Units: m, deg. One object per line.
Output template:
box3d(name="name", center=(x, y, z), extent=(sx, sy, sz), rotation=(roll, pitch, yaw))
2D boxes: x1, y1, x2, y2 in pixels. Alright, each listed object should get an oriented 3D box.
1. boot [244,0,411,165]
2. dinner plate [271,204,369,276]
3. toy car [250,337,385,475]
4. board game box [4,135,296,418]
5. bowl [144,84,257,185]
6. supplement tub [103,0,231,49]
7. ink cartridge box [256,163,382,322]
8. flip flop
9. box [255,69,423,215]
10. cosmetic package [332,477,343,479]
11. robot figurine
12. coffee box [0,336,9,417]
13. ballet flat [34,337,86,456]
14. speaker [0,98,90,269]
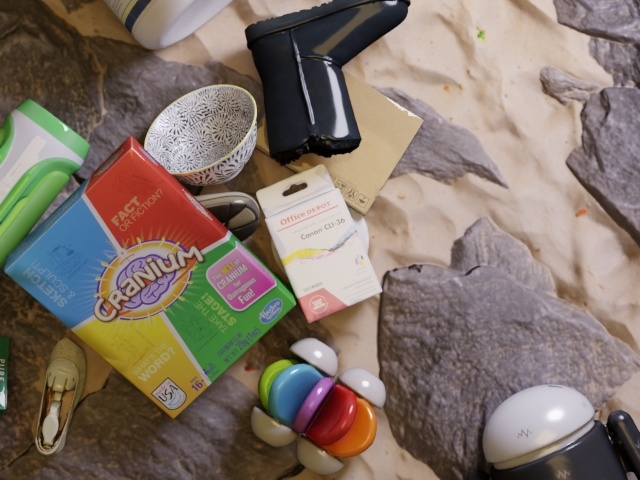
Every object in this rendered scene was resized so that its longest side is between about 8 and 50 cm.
box3d(name="boot", center=(0.028, -0.225, 1.907), extent=(0.246, 0.094, 0.207), rotation=(-15, 82, 1))
box3d(name="dinner plate", center=(0.000, 0.000, 1.957), extent=(0.141, 0.017, 0.141), rotation=(0, 86, -3))
box3d(name="toy car", center=(-0.003, 0.232, 1.885), extent=(0.182, 0.136, 0.159), rotation=(33, 86, -1))
box3d(name="board game box", center=(-0.228, 0.054, 1.848), extent=(0.242, 0.064, 0.316), rotation=(-44, 110, 6))
box3d(name="bowl", center=(-0.153, -0.130, 1.908), extent=(0.170, 0.170, 0.080), rotation=(-32, 133, -4))
box3d(name="supplement tub", center=(-0.248, -0.448, 1.852), extent=(0.235, 0.235, 0.325), rotation=(-41, 91, -4))
box3d(name="ink cartridge box", center=(-0.005, 0.002, 1.911), extent=(0.115, 0.067, 0.198), rotation=(-24, 92, -1))
box3d(name="flip flop", center=(-0.224, -0.039, 1.911), extent=(0.277, 0.112, 0.080), rotation=(-7, 48, -3))
box3d(name="box", center=(0.022, -0.157, 1.961), extent=(0.201, 0.021, 0.164), rotation=(32, 83, 0))
box3d(name="cosmetic package", center=(0.028, 0.491, 1.869), extent=(0.129, 0.153, 0.296), rotation=(21, 88, -1))
box3d(name="robot figurine", center=(0.335, 0.336, 1.887), extent=(0.209, 0.173, 0.278), rotation=(-25, 89, -28))
box3d(name="coffee box", center=(-0.519, 0.180, 1.859), extent=(0.184, 0.040, 0.113), rotation=(6, 58, -20))
box3d(name="ballet flat", center=(-0.362, 0.220, 1.906), extent=(0.057, 0.052, 0.168), rotation=(9, 87, -3))
box3d(name="speaker", center=(-0.448, -0.046, 1.876), extent=(0.131, 0.131, 0.296), rotation=(37, 86, -1))
